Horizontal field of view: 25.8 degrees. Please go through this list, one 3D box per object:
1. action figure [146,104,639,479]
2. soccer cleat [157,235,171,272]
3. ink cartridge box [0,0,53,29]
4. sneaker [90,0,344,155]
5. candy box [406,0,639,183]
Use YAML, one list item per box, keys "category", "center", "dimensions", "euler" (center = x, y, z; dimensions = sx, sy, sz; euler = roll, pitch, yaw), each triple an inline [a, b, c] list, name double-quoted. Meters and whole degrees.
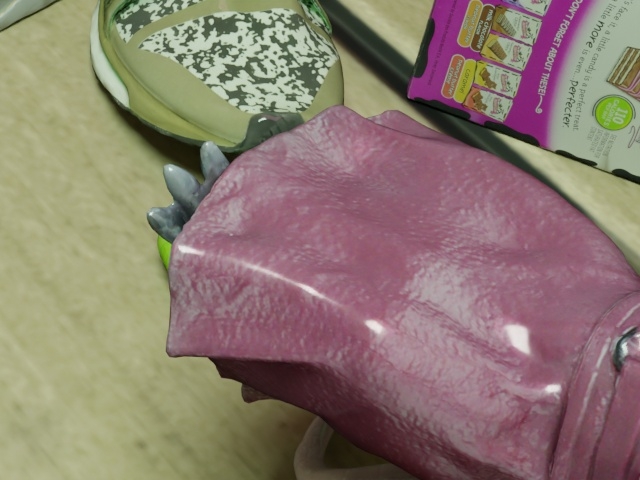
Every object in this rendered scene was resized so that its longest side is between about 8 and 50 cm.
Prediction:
- category: "action figure"
  center: [0.111, 0.077, 0.524]
  dimensions: [0.370, 0.276, 0.248]
  euler: [25, 47, 29]
- category: "soccer cleat"
  center: [0.000, 0.000, 0.774]
  dimensions: [0.178, 0.060, 0.072]
  euler: [-10, 60, -14]
- category: "ink cartridge box"
  center: [-0.274, -0.216, 0.882]
  dimensions: [0.208, 0.087, 0.153]
  euler: [36, 50, 18]
- category: "sneaker"
  center: [-0.066, -0.222, 0.874]
  dimensions: [0.158, 0.182, 0.410]
  euler: [-2, 48, -16]
- category: "candy box"
  center: [0.187, -0.125, 0.863]
  dimensions: [0.233, 0.159, 0.071]
  euler: [22, 47, 5]
